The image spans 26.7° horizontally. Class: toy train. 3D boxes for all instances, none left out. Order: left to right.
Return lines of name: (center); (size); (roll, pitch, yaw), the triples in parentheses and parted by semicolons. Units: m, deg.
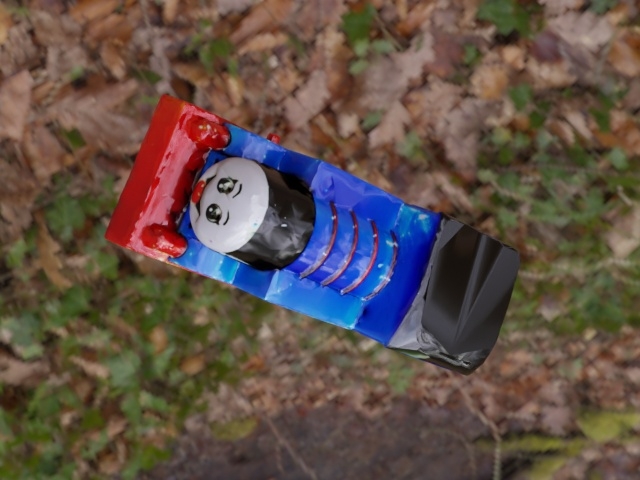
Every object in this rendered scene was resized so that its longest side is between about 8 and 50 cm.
toy train: (0.000, 0.000, 0.715); (0.204, 0.131, 0.082); (22, 90, -46)
